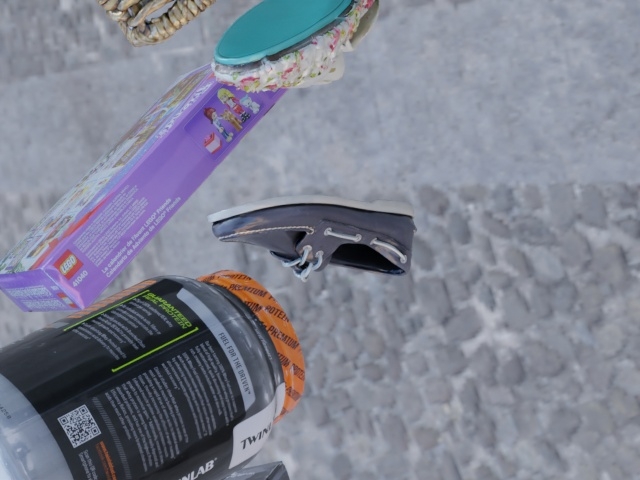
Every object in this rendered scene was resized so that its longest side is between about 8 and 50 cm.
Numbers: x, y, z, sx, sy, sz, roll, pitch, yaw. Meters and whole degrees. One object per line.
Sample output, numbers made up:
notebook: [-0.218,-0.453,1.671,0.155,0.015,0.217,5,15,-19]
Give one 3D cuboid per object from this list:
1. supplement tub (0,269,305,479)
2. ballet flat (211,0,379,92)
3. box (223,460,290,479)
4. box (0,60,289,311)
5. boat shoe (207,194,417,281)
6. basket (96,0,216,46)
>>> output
supplement tub: [-0.105,0.091,0.711,0.117,0.190,0.117,26,128,38]
ballet flat: [0.005,-0.160,0.984,0.091,0.241,0.077,6,131,31]
box: [-0.191,0.281,1.135,0.307,0.242,0.076,-14,96,16]
box: [-0.172,-0.055,1.278,0.057,0.293,0.201,47,159,-16]
boat shoe: [0.000,0.000,1.114,0.075,0.206,0.065,-13,80,49]
basket: [-0.084,-0.320,1.053,0.223,0.299,0.213,49,-171,-9]
